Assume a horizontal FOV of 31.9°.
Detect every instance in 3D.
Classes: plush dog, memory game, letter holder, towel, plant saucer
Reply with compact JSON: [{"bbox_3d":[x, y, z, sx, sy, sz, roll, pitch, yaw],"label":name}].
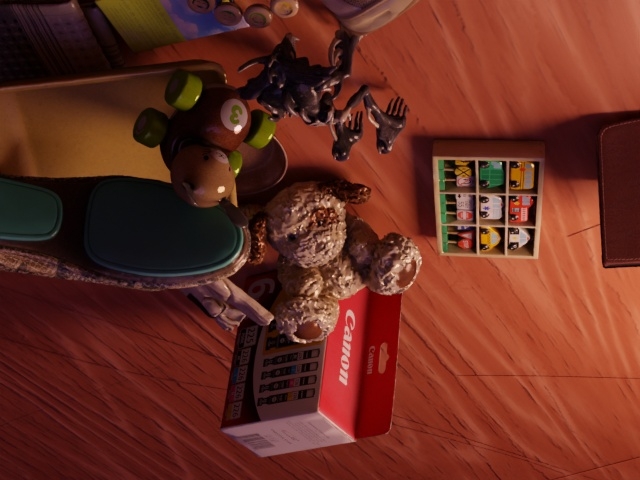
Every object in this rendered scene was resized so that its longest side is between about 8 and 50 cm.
[{"bbox_3d":[0.000,0.000,1.814,0.262,0.210,0.225,-29,124,2],"label":"plush dog"},{"bbox_3d":[-0.099,-0.331,1.380,0.186,0.012,0.186,4,143,3],"label":"memory game"},{"bbox_3d":[0.554,-0.073,1.611,0.302,0.214,0.152,-3,177,14],"label":"letter holder"},{"bbox_3d":[-0.428,-0.246,1.621,0.312,0.056,0.324,1,148,15],"label":"towel"},{"bbox_3d":[-0.294,-0.127,1.611,0.333,0.081,0.333,-7,137,-6],"label":"plant saucer"},{"bbox_3d":[-0.147,-0.142,1.720,0.198,0.036,0.198,6,146,4],"label":"plant saucer"}]

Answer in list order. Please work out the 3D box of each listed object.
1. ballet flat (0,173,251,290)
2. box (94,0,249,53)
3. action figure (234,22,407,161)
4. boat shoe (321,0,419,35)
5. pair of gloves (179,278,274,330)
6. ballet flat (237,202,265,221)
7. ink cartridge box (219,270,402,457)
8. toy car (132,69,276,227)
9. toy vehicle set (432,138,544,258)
[{"bbox_3d":[-0.341,-0.007,1.566,0.483,0.164,0.182,6,157,-6],"label":"ballet flat"},{"bbox_3d":[-0.192,-0.310,1.472,0.178,0.042,0.109,-9,144,21],"label":"box"},{"bbox_3d":[-0.004,-0.211,1.502,0.164,0.141,0.276,-12,154,31],"label":"action figure"},{"bbox_3d":[0.128,-0.358,1.237,0.341,0.121,0.110,-34,127,26],"label":"boat shoe"},{"bbox_3d":[-0.190,0.080,1.827,0.204,0.042,0.240,41,163,-15],"label":"pair of gloves"},{"bbox_3d":[-0.186,-0.008,1.892,0.077,0.091,0.241,45,132,-11],"label":"ballet flat"},{"bbox_3d":[-0.010,0.195,1.950,0.272,0.309,0.130,-15,140,29],"label":"ink cartridge box"},{"bbox_3d":[-0.146,-0.103,1.478,0.155,0.188,0.149,25,125,-34],"label":"toy car"},{"bbox_3d":[0.263,-0.061,1.761,0.166,0.035,0.267,1,146,10],"label":"toy vehicle set"}]
